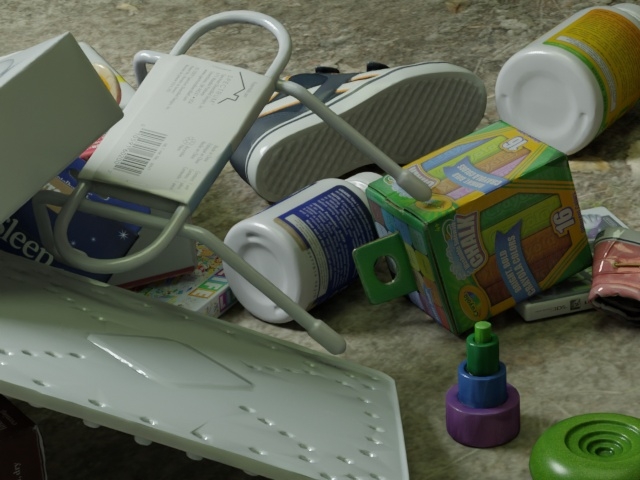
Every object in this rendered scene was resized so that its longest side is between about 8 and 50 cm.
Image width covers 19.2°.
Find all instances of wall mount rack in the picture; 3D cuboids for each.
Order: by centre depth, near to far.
[{"bbox_3d":[-0.080,-0.049,1.727,0.304,0.130,0.350,15,51,20],"label":"wall mount rack"}]

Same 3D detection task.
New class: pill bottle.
[{"bbox_3d":[0.000,0.000,1.915,0.112,0.112,0.186,17,32,37],"label":"pill bottle"},{"bbox_3d":[0.324,-0.204,2.279,0.136,0.136,0.245,12,29,31],"label":"pill bottle"}]

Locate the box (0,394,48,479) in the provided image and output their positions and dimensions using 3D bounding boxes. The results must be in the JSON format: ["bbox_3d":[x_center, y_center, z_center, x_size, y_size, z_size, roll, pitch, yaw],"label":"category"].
[{"bbox_3d":[-0.328,0.210,1.439,0.203,0.167,0.168,-18,29,-28],"label":"box"}]

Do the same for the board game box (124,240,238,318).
[{"bbox_3d":[-0.133,0.047,1.933,0.103,0.026,0.154,10,28,28],"label":"board game box"}]

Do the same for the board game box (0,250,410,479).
[{"bbox_3d":[-0.126,0.117,1.498,0.390,0.050,0.390,18,9,-3],"label":"board game box"}]

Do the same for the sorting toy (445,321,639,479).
[{"bbox_3d":[0.255,0.146,1.549,0.365,0.126,0.127,18,33,37],"label":"sorting toy"}]

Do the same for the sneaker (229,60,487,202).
[{"bbox_3d":[0.035,-0.148,2.214,0.321,0.126,0.127,-18,34,-24],"label":"sneaker"}]

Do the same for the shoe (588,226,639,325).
[{"bbox_3d":[0.346,0.049,1.829,0.178,0.063,0.081,16,60,-2],"label":"shoe"}]

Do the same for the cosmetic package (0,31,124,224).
[{"bbox_3d":[-0.381,-0.014,1.575,0.284,0.097,0.377,-16,23,46],"label":"cosmetic package"}]

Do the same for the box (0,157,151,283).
[{"bbox_3d":[-0.268,0.018,1.780,0.225,0.136,0.036,-58,8,-20],"label":"box"}]

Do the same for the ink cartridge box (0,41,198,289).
[{"bbox_3d":[-0.320,-0.068,2.017,0.279,0.160,0.385,-15,24,-15],"label":"ink cartridge box"}]

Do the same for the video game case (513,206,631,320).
[{"bbox_3d":[0.254,0.021,1.941,0.173,0.022,0.190,-11,26,-14],"label":"video game case"}]

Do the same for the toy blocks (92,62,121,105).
[{"bbox_3d":[-0.292,-0.135,1.888,0.123,0.054,0.148,13,31,37],"label":"toy blocks"}]

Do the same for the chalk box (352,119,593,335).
[{"bbox_3d":[0.136,-0.005,1.854,0.213,0.132,0.132,-28,29,-15],"label":"chalk box"}]
